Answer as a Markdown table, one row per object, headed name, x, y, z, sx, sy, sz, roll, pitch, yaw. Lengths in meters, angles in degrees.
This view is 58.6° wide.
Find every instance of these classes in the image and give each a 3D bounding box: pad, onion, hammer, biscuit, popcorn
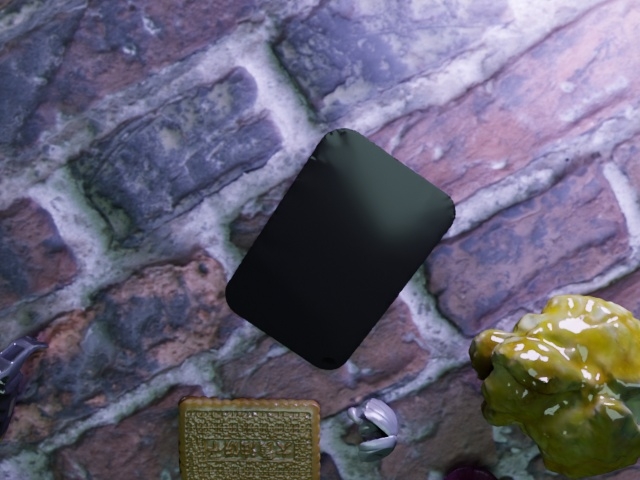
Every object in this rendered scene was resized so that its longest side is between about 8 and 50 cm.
| name | x | y | z | sx | sy | sz | roll | pitch | yaw |
| --- | --- | --- | --- | --- | --- | --- | --- | --- | --- |
| pad | -0.001 | 0.000 | 0.949 | 0.314 | 0.063 | 0.375 | 35 | 108 | -4 |
| onion | 0.256 | 0.441 | 0.960 | 0.115 | 0.104 | 0.115 | -1 | 86 | 14 |
| hammer | -0.536 | 0.262 | 0.961 | 0.041 | 0.159 | 0.227 | 28 | 117 | -1 |
| biscuit | -0.127 | 0.359 | 0.999 | 0.254 | 0.029 | 0.172 | 0 | 98 | 2 |
| popcorn | 0.370 | 0.220 | 0.866 | 0.276 | 0.225 | 0.277 | -3 | 65 | 6 |

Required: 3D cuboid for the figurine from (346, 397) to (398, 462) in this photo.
| name | x | y | z | sx | sy | sz | roll | pitch | yaw |
| --- | --- | --- | --- | --- | --- | --- | --- | --- | --- |
| figurine | 0.094 | 0.319 | 0.965 | 0.082 | 0.086 | 0.094 | -40 | 137 | 21 |
